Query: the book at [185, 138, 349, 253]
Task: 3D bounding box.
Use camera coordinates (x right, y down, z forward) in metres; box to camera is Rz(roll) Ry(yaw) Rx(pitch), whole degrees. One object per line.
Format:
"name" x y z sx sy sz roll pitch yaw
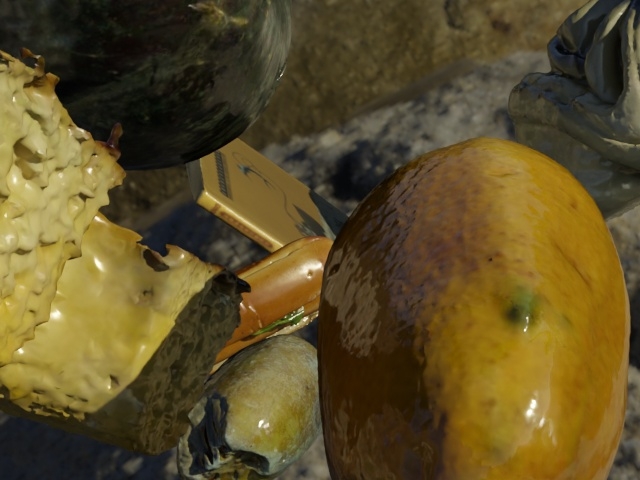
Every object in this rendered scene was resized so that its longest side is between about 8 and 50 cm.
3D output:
"book" 0.000 0.000 1.463 0.032 0.389 0.269 -50 24 14

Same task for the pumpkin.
"pumpkin" -0.200 -0.288 1.206 0.344 0.454 0.454 -7 33 8

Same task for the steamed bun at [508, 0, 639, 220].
"steamed bun" 0.367 -0.185 1.357 0.339 0.247 0.352 -32 5 -25

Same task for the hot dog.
"hot dog" -0.079 0.076 1.114 0.249 0.100 0.068 -29 68 -12

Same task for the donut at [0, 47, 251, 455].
"donut" -0.137 0.006 0.473 0.152 0.259 0.101 12 76 19

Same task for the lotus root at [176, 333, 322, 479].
"lotus root" -0.043 0.124 0.917 0.113 0.088 0.192 -52 -2 24

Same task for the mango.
"mango" 0.050 0.037 0.432 0.227 0.109 0.147 -77 7 -83
